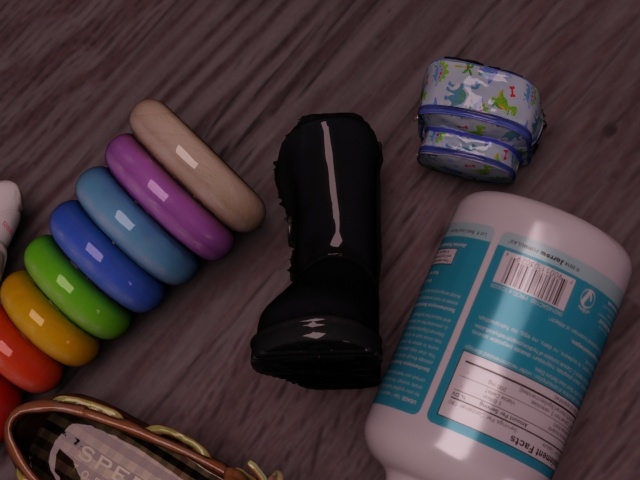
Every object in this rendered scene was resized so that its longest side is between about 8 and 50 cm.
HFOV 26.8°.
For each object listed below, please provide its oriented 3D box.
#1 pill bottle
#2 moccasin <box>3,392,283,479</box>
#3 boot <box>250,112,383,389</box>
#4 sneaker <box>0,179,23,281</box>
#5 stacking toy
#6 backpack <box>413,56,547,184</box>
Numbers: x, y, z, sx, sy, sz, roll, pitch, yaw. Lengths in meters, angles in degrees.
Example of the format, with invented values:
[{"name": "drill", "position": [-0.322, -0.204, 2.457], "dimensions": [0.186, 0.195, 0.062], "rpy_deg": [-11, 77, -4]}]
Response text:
[{"name": "pill bottle", "position": [0.125, 0.107, 1.017], "dimensions": [0.146, 0.146, 0.264], "rpy_deg": [22, 80, 13]}, {"name": "moccasin", "position": [-0.073, 0.226, 1.015], "dimensions": [0.380, 0.147, 0.139], "rpy_deg": [34, 83, 15]}, {"name": "boot", "position": [0.000, 0.000, 1.014], "dimensions": [0.094, 0.246, 0.207], "rpy_deg": [-5, 78, 7]}, {"name": "sneaker", "position": [-0.357, -0.034, 1.166], "dimensions": [0.232, 0.090, 0.115], "rpy_deg": [17, 61, 13]}, {"name": "stacking toy", "position": [-0.202, 0.045, 1.095], "dimensions": [0.330, 0.141, 0.141], "rpy_deg": [-46, 74, 0]}, {"name": "backpack", "position": [0.127, -0.094, 1.084], "dimensions": [0.105, 0.114, 0.084], "rpy_deg": [13, 78, 11]}]
